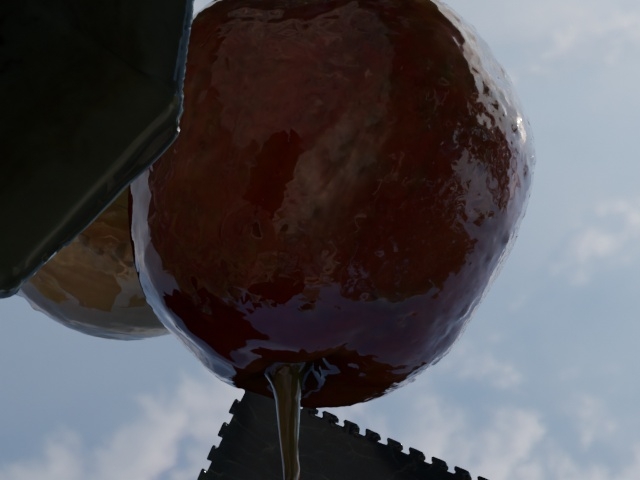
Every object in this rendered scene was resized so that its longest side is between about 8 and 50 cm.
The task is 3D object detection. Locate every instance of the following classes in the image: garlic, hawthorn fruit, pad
[{"bbox_3d":[-0.180,-0.039,1.398,0.286,0.249,0.313,-14,-173,45],"label":"garlic"},{"bbox_3d":[0.000,0.000,1.039,0.287,0.287,0.330,0,-108,29],"label":"hawthorn fruit"},{"bbox_3d":[-0.010,0.263,1.175,0.270,0.012,0.269,17,-101,33],"label":"pad"}]

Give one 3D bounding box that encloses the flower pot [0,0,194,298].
[{"bbox_3d":[-0.187,-0.109,0.677,0.190,0.239,0.209,37,-133,26],"label":"flower pot"}]
